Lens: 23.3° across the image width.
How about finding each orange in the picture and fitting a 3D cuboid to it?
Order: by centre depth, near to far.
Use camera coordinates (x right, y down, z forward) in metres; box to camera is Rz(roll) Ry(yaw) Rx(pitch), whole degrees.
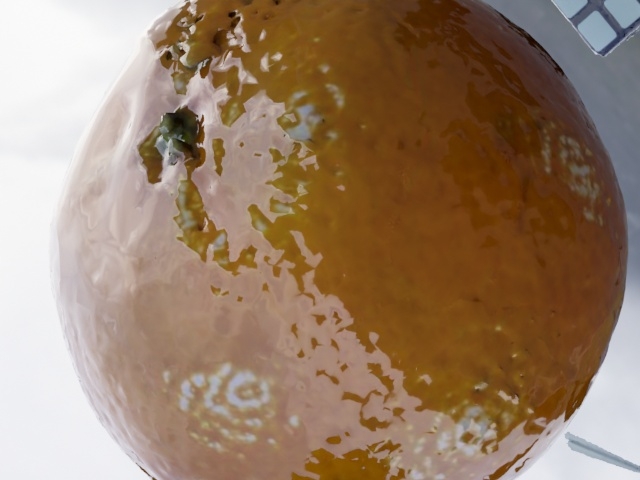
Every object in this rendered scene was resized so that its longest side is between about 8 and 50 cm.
[{"bbox_3d":[0.000,0.000,1.077,0.326,0.424,0.424,41,-161,-48],"label":"orange"}]

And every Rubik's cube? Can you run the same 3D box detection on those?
[{"bbox_3d":[0.354,-0.336,1.773,0.162,0.163,0.160,49,-128,4],"label":"Rubik's cube"}]

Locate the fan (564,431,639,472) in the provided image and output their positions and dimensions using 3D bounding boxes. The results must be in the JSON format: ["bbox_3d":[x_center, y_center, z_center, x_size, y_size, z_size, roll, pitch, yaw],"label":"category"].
[{"bbox_3d":[0.414,0.264,1.467,0.414,0.012,0.233,17,146,34],"label":"fan"}]
